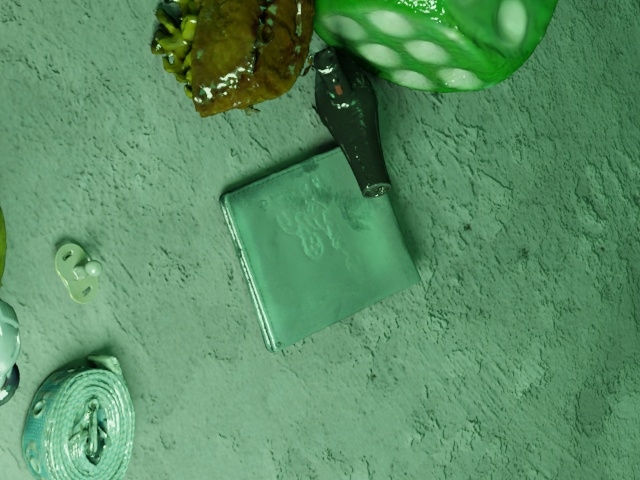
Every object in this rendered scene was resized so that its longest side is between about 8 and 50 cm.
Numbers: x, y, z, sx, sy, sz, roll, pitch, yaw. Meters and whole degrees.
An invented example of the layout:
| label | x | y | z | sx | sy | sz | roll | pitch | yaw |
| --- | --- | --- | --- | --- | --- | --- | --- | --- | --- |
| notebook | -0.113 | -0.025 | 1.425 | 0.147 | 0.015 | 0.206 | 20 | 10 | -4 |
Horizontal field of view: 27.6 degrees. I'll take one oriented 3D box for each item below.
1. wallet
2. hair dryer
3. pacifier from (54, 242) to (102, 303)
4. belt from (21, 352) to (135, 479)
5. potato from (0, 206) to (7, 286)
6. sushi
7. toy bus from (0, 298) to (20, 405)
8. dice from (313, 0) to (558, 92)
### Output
| label | x | y | z | sx | sy | sz | roll | pitch | yaw |
| --- | --- | --- | --- | --- | --- | --- | --- | --- | --- |
| wallet | -0.001 | 0.000 | 1.937 | 0.290 | 0.054 | 0.251 | -23 | 98 | -31 |
| hair dryer | 0.027 | -0.196 | 1.842 | 0.272 | 0.091 | 0.236 | 49 | 22 | -67 |
| pacifier | -0.306 | 0.039 | 1.691 | 0.068 | 0.064 | 0.083 | -45 | 116 | -49 |
| belt | -0.307 | 0.245 | 1.671 | 0.147 | 0.082 | 0.163 | -25 | 104 | -40 |
| potato | -0.440 | 0.036 | 1.569 | 0.117 | 0.090 | 0.226 | 8 | 86 | -22 |
| sushi | -0.112 | -0.299 | 1.811 | 0.167 | 0.179 | 0.296 | 26 | 75 | -52 |
| toy bus | -0.486 | 0.112 | 1.433 | 0.287 | 0.194 | 0.232 | -30 | 78 | -1 |
| dice | 0.167 | -0.403 | 1.920 | 0.297 | 0.287 | 0.300 | 35 | 74 | -40 |
